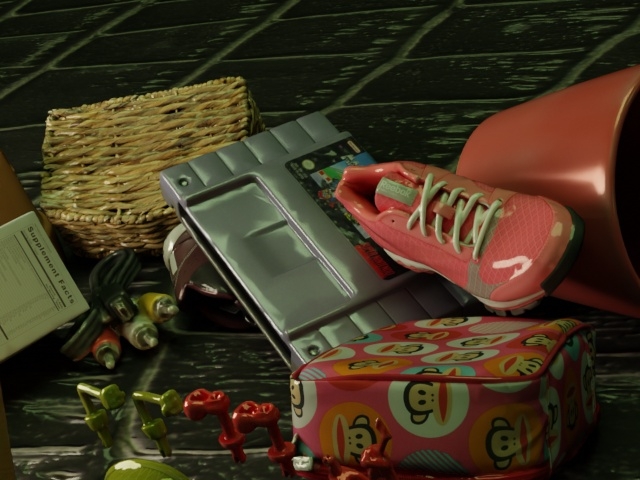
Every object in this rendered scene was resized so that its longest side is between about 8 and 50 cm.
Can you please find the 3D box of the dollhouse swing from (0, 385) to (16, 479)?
[{"bbox_3d":[-0.460,0.200,1.171,0.305,0.347,0.315,-19,23,-34],"label":"dollhouse swing"}]

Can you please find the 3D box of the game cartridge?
[{"bbox_3d":[0.000,0.000,1.540,0.230,0.068,0.355,-26,52,-18],"label":"game cartridge"}]

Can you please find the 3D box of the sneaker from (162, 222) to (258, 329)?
[{"bbox_3d":[-0.043,0.036,1.623,0.281,0.106,0.163,-13,39,2],"label":"sneaker"}]

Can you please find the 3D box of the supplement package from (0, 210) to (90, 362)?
[{"bbox_3d":[-0.412,0.090,1.567,0.244,0.139,0.134,-31,3,-35],"label":"supplement package"}]

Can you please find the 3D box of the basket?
[{"bbox_3d":[-0.207,-0.060,1.885,0.299,0.223,0.214,-9,58,7],"label":"basket"}]

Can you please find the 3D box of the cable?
[{"bbox_3d":[-0.250,0.088,1.671,0.139,0.072,0.287,-38,15,-5],"label":"cable"}]

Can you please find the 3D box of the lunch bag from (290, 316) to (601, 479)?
[{"bbox_3d":[0.097,0.134,1.208,0.258,0.120,0.293,0,6,24],"label":"lunch bag"}]

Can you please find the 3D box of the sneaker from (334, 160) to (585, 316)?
[{"bbox_3d":[0.119,-0.013,1.343,0.314,0.136,0.116,13,76,57],"label":"sneaker"}]

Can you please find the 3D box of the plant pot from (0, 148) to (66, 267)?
[{"bbox_3d":[-0.500,-0.021,1.811,0.290,0.204,0.291,-10,26,5],"label":"plant pot"}]

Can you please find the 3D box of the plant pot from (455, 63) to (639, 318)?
[{"bbox_3d":[0.291,-0.049,1.446,0.275,0.275,0.243,-32,21,-36],"label":"plant pot"}]

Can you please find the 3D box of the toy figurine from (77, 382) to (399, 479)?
[{"bbox_3d":[-0.111,0.255,1.074,0.362,0.191,0.217,5,35,35],"label":"toy figurine"}]
